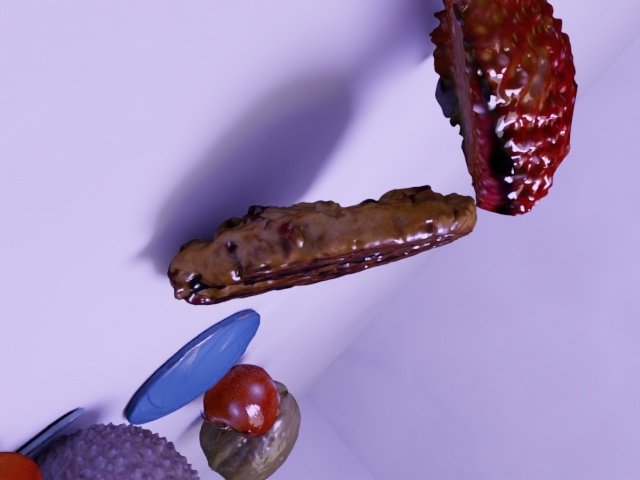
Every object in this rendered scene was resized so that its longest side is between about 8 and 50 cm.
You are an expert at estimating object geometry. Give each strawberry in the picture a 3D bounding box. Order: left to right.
[{"bbox_3d":[0.185,-0.154,0.575,0.137,0.234,0.306,-15,167,8],"label":"strawberry"}]

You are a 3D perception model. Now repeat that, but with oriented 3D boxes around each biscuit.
[{"bbox_3d":[0.000,0.000,0.666,0.333,0.081,0.289,-13,174,2],"label":"biscuit"}]

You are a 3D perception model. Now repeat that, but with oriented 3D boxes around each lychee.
[{"bbox_3d":[-0.297,0.402,0.825,0.300,0.300,0.300,-40,166,-12],"label":"lychee"}]

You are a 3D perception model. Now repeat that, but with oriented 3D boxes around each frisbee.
[{"bbox_3d":[-0.207,0.235,1.072,0.289,0.049,0.289,-40,166,-12],"label":"frisbee"}]

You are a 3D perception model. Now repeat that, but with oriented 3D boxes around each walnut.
[{"bbox_3d":[-0.171,0.483,1.554,0.283,0.227,0.283,-35,153,-21],"label":"walnut"}]

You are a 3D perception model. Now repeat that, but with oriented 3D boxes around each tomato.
[{"bbox_3d":[-0.169,0.340,1.307,0.167,0.167,0.167,-40,166,-12],"label":"tomato"}]

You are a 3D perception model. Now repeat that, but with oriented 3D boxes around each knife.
[{"bbox_3d":[-0.394,0.285,0.776,0.210,0.015,0.028,-39,159,-18],"label":"knife"}]

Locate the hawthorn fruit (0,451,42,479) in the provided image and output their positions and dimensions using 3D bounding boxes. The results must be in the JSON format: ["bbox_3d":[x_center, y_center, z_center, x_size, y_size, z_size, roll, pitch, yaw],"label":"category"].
[{"bbox_3d":[-0.373,0.295,0.679,0.125,0.140,0.125,-53,-163,24],"label":"hawthorn fruit"}]
